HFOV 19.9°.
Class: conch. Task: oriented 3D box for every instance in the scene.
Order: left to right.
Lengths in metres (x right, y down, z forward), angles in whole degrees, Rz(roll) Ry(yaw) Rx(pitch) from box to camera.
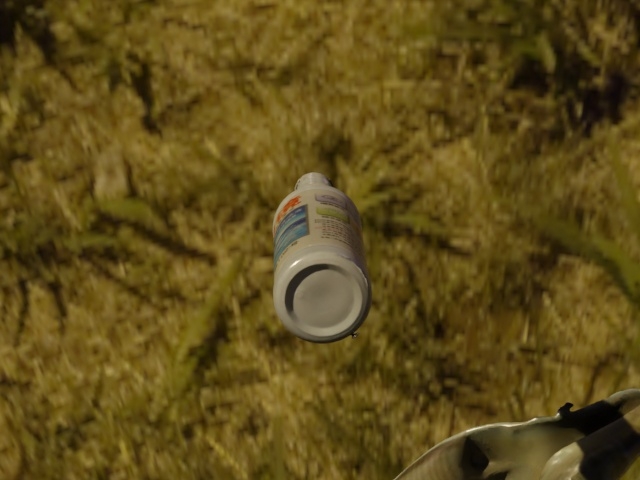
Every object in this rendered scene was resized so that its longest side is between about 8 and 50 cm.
[{"bbox_3d":[0.109,0.252,1.340,0.386,0.169,0.203,-37,57,-25],"label":"conch"}]

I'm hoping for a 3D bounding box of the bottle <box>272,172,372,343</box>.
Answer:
[{"bbox_3d":[0.000,0.000,1.133,0.060,0.060,0.217,-3,18,1],"label":"bottle"}]
